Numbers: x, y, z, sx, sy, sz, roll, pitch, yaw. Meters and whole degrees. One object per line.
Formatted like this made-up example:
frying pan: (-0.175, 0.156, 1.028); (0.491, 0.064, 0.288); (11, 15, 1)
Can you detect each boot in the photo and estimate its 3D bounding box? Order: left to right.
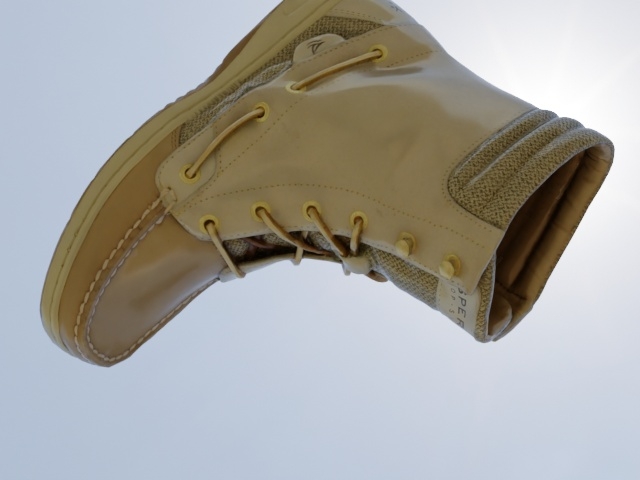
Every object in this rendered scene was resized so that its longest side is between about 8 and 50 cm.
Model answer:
boot: (0.000, 0.000, 0.660); (0.203, 0.095, 0.262); (38, -102, 30)
